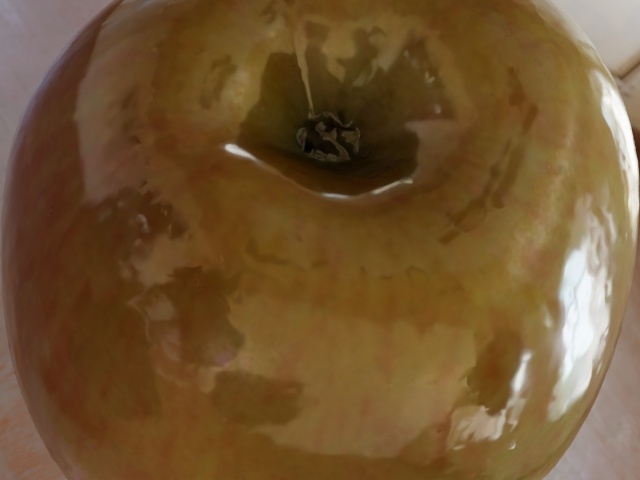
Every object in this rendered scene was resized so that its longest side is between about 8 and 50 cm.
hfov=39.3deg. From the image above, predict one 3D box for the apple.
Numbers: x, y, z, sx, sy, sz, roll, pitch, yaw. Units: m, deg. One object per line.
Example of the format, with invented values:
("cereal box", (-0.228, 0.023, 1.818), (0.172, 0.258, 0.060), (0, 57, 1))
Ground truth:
("apple", (0.000, 0.000, 0.542), (0.391, 0.346, 0.391), (4, 66, -9))
